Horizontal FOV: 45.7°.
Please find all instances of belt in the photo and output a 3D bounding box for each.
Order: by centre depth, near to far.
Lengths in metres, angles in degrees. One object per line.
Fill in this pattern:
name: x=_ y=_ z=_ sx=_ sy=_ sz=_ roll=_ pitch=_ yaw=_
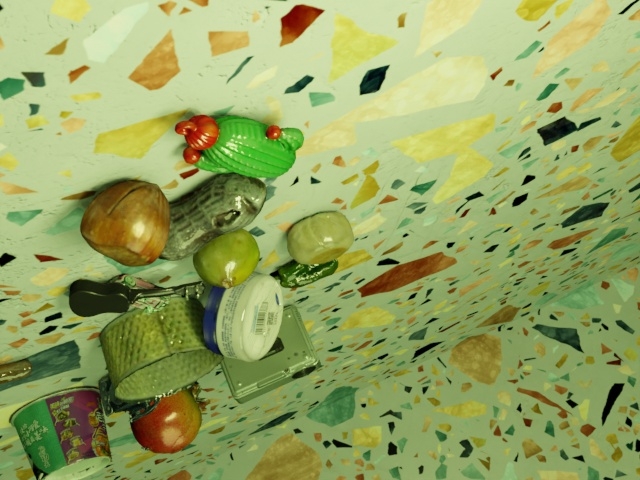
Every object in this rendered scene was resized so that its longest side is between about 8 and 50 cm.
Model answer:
belt: x=-0.469 y=0.394 z=1.993 sx=0.218 sy=0.129 sz=0.122 roll=-31 pitch=161 yaw=34

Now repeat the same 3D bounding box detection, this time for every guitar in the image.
guitar: x=-0.368 y=0.113 z=1.538 sx=0.270 sy=0.038 sz=0.084 roll=-3 pitch=137 yaw=-10

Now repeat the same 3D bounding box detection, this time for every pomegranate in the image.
pomegranate: x=-0.435 y=0.504 z=2.197 sx=0.235 sy=0.210 sz=0.210 roll=-33 pitch=159 yaw=-13

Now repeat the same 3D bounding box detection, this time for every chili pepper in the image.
chili pepper: x=-0.052 y=0.080 z=1.849 sx=0.203 sy=0.072 sz=0.073 roll=-22 pitch=159 yaw=-10

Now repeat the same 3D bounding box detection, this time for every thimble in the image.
thimble: x=-0.381 y=0.262 z=1.806 sx=0.270 sy=0.150 sz=0.271 roll=-21 pitch=156 yaw=-10

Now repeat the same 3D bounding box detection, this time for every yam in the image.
yam: x=-0.764 y=0.310 z=1.656 sx=0.263 sy=0.046 sz=0.046 roll=-12 pitch=154 yaw=-26

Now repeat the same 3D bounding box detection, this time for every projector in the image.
projector: x=-0.148 y=0.312 z=2.094 sx=0.256 sy=0.192 sz=0.099 roll=-23 pitch=158 yaw=-4

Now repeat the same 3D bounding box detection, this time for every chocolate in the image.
chocolate: x=-0.209 y=-0.046 z=1.389 sx=0.248 sy=0.110 sz=0.110 roll=-25 pitch=157 yaw=7

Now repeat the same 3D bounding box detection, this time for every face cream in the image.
face cream: x=-0.170 y=0.171 z=1.737 sx=0.111 sy=0.206 sz=0.206 roll=9 pitch=167 yaw=22

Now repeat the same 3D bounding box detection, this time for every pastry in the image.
pastry: x=0.000 y=0.000 z=1.714 sx=0.156 sy=0.092 sz=0.156 roll=-16 pitch=161 yaw=-6

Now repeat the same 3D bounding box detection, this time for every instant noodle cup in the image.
instant noodle cup: x=-0.679 y=0.531 z=2.026 sx=0.251 sy=0.190 sz=0.251 roll=-21 pitch=157 yaw=-9

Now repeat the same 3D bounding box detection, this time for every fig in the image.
fig: x=-0.194 y=0.036 z=1.567 sx=0.153 sy=0.121 sz=0.136 roll=-34 pitch=166 yaw=-52

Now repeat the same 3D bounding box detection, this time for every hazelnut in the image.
hazelnut: x=-0.324 y=-0.032 z=1.288 sx=0.150 sy=0.150 sz=0.150 roll=-21 pitch=157 yaw=-10

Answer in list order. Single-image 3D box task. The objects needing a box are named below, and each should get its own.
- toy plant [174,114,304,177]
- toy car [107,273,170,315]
toy plant: x=-0.143 y=-0.152 z=1.252 sx=0.240 sy=0.088 sz=0.154 roll=-2 pitch=163 yaw=-30
toy car: x=-0.383 y=0.108 z=1.597 sx=0.142 sy=0.055 sz=0.069 roll=26 pitch=125 yaw=-35
